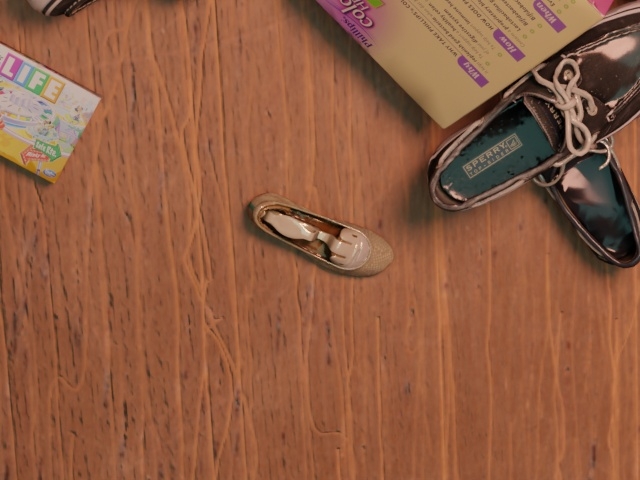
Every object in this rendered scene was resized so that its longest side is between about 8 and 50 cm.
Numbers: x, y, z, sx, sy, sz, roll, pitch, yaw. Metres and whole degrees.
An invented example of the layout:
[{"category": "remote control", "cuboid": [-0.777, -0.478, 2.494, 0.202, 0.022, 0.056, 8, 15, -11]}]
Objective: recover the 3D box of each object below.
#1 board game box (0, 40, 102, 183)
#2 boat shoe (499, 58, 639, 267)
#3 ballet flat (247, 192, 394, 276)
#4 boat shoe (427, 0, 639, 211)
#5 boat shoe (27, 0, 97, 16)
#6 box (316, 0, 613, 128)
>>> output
[{"category": "board game box", "cuboid": [-0.319, -0.141, 1.728, 0.154, 0.026, 0.103, 28, 97, -9]}, {"category": "boat shoe", "cuboid": [0.267, -0.083, 1.759, 0.095, 0.079, 0.254, -25, 101, 9]}, {"category": "ballet flat", "cuboid": [0.000, 0.000, 1.768, 0.168, 0.052, 0.057, 21, 99, -9]}, {"category": "boat shoe", "cuboid": [0.233, -0.131, 1.656, 0.306, 0.105, 0.113, -30, 95, 12]}, {"category": "boat shoe", "cuboid": [-0.133, -0.300, 1.662, 0.335, 0.121, 0.119, -31, 98, 0]}, {"category": "box", "cuboid": [0.143, -0.264, 1.630, 0.213, 0.117, 0.243, 44, 137, -11]}]
